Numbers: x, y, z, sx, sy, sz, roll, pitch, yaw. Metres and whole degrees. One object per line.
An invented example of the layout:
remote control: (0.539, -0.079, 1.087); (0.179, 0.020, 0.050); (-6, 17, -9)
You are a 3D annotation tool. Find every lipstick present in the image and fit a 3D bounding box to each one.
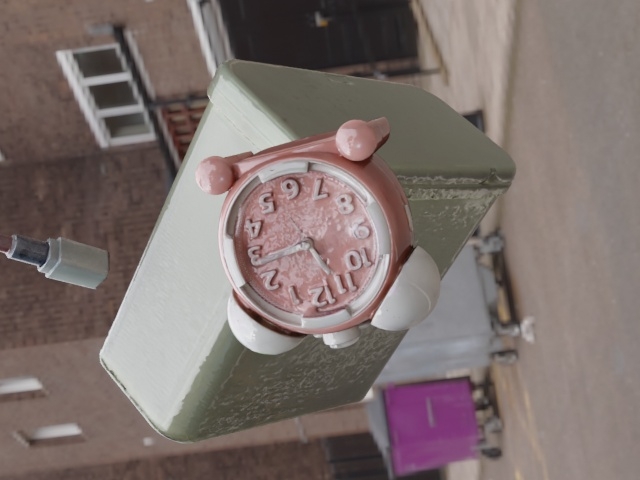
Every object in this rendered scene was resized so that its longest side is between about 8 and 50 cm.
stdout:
lipstick: (-0.212, 0.010, 0.802); (0.025, 0.107, 0.025); (-41, 45, 37)

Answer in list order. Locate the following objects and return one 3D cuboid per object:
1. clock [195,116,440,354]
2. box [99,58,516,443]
clock: (0.000, 0.000, 0.801); (0.093, 0.166, 0.162); (-32, -72, -73)
box: (-0.013, 0.015, 1.113); (0.177, 0.352, 0.344); (42, 117, 29)
